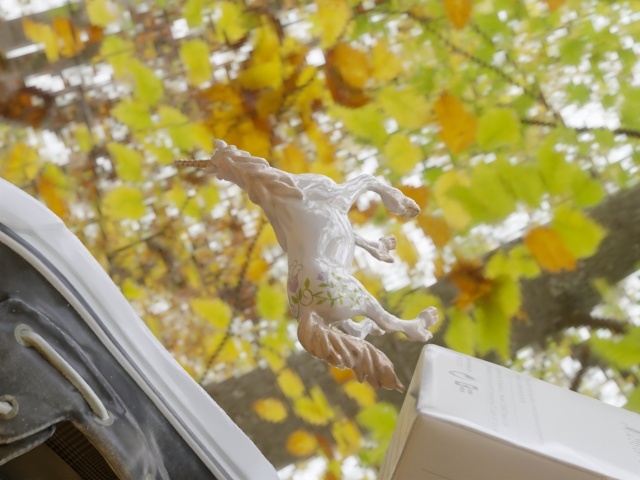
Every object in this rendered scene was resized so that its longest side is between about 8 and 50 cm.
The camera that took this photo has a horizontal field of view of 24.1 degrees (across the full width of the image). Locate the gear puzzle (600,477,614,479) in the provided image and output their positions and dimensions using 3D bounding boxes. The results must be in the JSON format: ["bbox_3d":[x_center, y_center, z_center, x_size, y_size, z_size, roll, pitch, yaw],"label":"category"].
[{"bbox_3d":[0.027,0.204,0.391,0.175,0.339,0.044,40,-13,10],"label":"gear puzzle"}]

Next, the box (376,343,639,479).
[{"bbox_3d":[0.112,0.144,0.707,0.182,0.181,0.119,19,-84,3],"label":"box"}]

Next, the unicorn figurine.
[{"bbox_3d":[0.000,0.000,0.787,0.060,0.111,0.162,-56,-144,30],"label":"unicorn figurine"}]

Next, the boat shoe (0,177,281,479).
[{"bbox_3d":[-0.149,0.080,0.756,0.335,0.119,0.121,42,-57,-12],"label":"boat shoe"}]
